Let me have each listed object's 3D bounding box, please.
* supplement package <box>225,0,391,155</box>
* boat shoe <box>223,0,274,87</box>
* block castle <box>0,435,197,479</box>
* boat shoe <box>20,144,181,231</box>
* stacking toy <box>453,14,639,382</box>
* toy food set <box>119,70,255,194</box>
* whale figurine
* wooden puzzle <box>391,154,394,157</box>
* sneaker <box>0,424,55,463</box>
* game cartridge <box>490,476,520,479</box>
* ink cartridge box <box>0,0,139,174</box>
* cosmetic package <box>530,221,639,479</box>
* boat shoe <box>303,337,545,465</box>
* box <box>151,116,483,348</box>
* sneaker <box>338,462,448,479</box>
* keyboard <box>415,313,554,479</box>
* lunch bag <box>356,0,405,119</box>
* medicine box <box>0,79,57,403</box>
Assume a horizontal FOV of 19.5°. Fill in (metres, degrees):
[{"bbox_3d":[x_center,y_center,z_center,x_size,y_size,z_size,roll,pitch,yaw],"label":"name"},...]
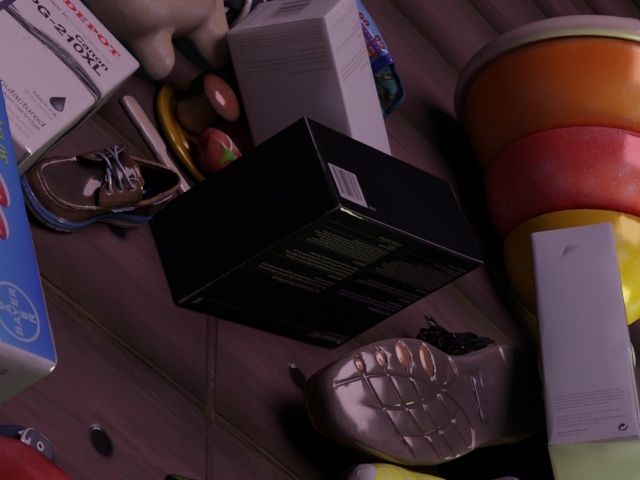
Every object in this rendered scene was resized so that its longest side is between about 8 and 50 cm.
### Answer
[{"bbox_3d":[-0.009,-0.139,1.806,0.105,0.105,0.179,-55,134,-62],"label":"supplement package"},{"bbox_3d":[-0.117,-0.249,1.890,0.340,0.127,0.158,53,29,8],"label":"boat shoe"},{"bbox_3d":[-0.075,0.297,1.073,0.213,0.303,0.453,19,-5,40],"label":"block castle"},{"bbox_3d":[-0.183,-0.051,1.561,0.066,0.066,0.183,63,24,11],"label":"boat shoe"},{"bbox_3d":[0.327,-0.008,2.322,0.350,0.350,0.480,37,49,-41],"label":"stacking toy"},{"bbox_3d":[-0.091,-0.114,1.813,0.128,0.071,0.218,60,24,4],"label":"toy food set"},{"bbox_3d":[-0.183,-0.235,1.706,0.272,0.141,0.216,29,46,-61],"label":"whale figurine"},{"bbox_3d":[0.063,-0.091,2.165,0.116,0.014,0.078,52,29,-14],"label":"wooden puzzle"},{"bbox_3d":[-0.227,0.163,1.137,0.226,0.086,0.163,68,16,-49],"label":"sneaker"},{"bbox_3d":[0.139,0.356,1.563,0.198,0.062,0.297,50,53,-26],"label":"game cartridge"},{"bbox_3d":[-0.264,-0.136,1.438,0.172,0.100,0.237,47,25,-6],"label":"ink cartridge box"},{"bbox_3d":[0.292,0.214,1.935,0.284,0.097,0.377,-86,165,-45],"label":"cosmetic package"},{"bbox_3d":[0.087,0.163,1.779,0.324,0.116,0.123,9,68,-50],"label":"boat shoe"},{"bbox_3d":[0.000,0.000,1.714,0.261,0.184,0.103,21,42,-55],"label":"box"},{"bbox_3d":[0.159,0.284,1.731,0.385,0.147,0.145,33,36,-43],"label":"sneaker"},{"bbox_3d":[0.177,0.182,2.036,0.317,0.033,0.201,12,57,-60],"label":"keyboard"},{"bbox_3d":[0.002,-0.242,2.101,0.221,0.138,0.293,55,14,7],"label":"lunch bag"},{"bbox_3d":[-0.329,-0.034,1.151,0.289,0.149,0.263,29,36,-50],"label":"medicine box"}]
